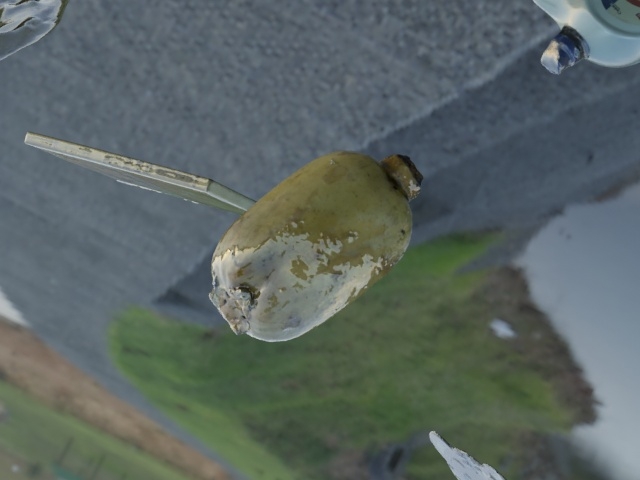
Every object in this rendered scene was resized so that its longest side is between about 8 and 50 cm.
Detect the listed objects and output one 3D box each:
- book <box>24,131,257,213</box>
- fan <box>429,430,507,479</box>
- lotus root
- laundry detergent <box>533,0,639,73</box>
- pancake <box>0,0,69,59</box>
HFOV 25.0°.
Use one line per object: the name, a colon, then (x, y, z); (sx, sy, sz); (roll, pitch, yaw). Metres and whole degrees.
book: (-0.215, -0.080, 1.933); (0.310, 0.021, 0.217); (16, 175, 30)
fan: (0.200, 0.300, 1.559); (0.152, 0.008, 0.226); (22, 149, 58)
lotus root: (0.000, 0.000, 1.664); (0.160, 0.284, 0.146); (55, 170, -18)
laundry detergent: (0.406, -0.343, 2.029); (0.215, 0.280, 0.105); (47, 168, 18)
pancake: (-0.301, -0.162, 1.165); (0.050, 0.242, 0.242); (66, 167, 3)
